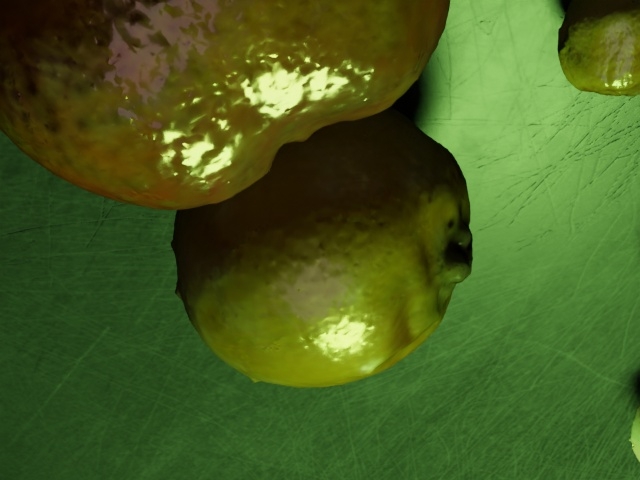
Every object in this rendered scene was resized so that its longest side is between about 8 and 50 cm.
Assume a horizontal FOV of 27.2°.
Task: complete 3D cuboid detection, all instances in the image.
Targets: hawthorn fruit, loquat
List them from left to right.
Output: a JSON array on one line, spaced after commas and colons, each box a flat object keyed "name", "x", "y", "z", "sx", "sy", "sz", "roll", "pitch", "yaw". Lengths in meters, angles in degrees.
[{"name": "hawthorn fruit", "x": -0.121, "y": -0.269, "z": 1.075, "sx": 0.472, "sy": 0.471, "sz": 0.471, "roll": 0, "pitch": 133, "yaw": 0}, {"name": "loquat", "x": 0.000, "y": 0.000, "z": 1.394, "sx": 0.328, "sy": 0.328, "sz": 0.328, "roll": 0, "pitch": 133, "yaw": 0}, {"name": "loquat", "x": 0.311, "y": -0.207, "z": 1.348, "sx": 0.137, "sy": 0.113, "sz": 0.137, "roll": -4, "pitch": 111, "yaw": -10}]

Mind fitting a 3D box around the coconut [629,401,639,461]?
[{"name": "coconut", "x": 0.490, "y": 0.251, "z": 1.754, "sx": 0.147, "sy": 0.153, "sz": 0.147, "roll": -5, "pitch": 102, "yaw": -26}]
